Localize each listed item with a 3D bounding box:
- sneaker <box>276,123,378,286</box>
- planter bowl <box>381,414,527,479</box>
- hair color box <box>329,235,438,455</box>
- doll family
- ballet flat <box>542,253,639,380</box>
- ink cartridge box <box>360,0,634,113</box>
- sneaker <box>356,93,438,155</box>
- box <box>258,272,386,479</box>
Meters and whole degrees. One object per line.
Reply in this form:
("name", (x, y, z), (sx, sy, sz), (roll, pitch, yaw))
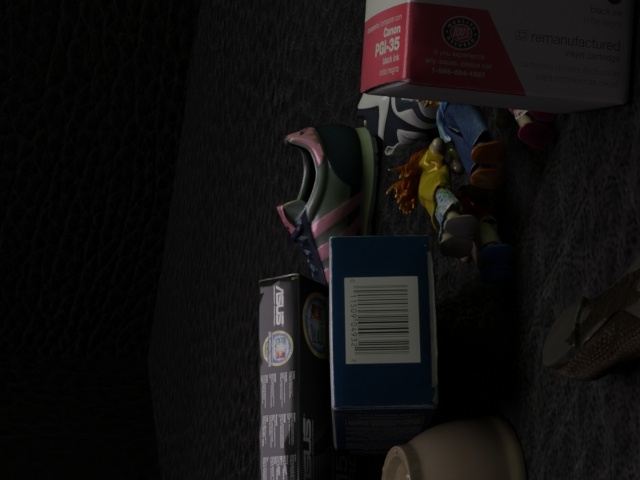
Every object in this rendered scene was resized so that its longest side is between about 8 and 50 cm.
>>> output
("sneaker", (0.000, 0.000, 1.777), (0.112, 0.131, 0.319), (171, 102, -75))
("planter bowl", (0.123, 0.252, 1.289), (0.162, 0.109, 0.162), (-176, 90, -76))
("hair color box", (0.062, 0.123, 1.392), (0.347, 0.105, 0.174), (88, -178, -74))
("doll family", (0.137, -0.092, 1.294), (0.163, 0.118, 0.263), (-107, 25, -54))
("ballet flat", (0.249, 0.054, 0.979), (0.250, 0.058, 0.084), (-49, 18, 58))
("ink cartridge box", (0.152, -0.258, 1.101), (0.117, 0.207, 0.283), (-177, 90, -74))
("sneaker", (0.087, -0.205, 1.565), (0.153, 0.094, 0.235), (-55, 43, 48))
("box", (0.005, 0.195, 1.592), (0.216, 0.060, 0.270), (27, -122, -56))
